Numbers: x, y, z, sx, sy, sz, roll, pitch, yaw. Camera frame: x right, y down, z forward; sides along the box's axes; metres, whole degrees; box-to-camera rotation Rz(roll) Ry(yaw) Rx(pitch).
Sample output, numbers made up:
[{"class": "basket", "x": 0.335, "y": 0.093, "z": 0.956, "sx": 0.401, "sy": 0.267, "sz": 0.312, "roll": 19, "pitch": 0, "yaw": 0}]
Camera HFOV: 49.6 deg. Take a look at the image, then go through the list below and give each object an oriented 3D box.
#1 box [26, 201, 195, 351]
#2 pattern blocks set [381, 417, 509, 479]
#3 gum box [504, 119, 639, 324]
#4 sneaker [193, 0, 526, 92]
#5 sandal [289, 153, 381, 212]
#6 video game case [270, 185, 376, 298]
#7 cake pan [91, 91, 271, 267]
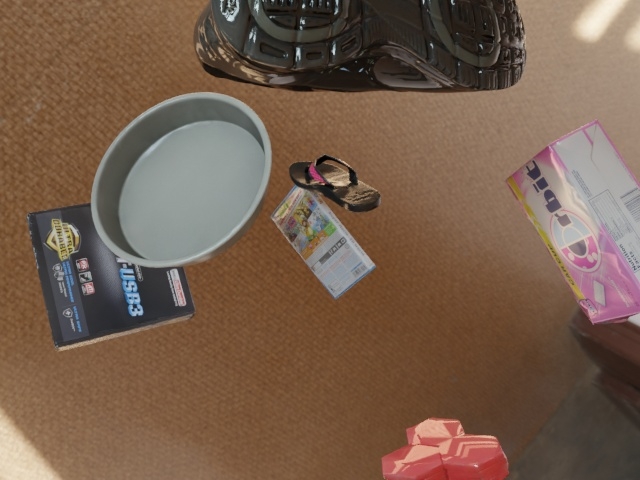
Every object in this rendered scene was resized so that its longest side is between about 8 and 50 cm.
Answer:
[{"class": "box", "x": -0.447, "y": 0.059, "z": 1.485, "sx": 0.293, "sy": 0.073, "sz": 0.296, "roll": -12, "pitch": 75, "yaw": -21}, {"class": "pattern blocks set", "x": 0.040, "y": 0.172, "z": 0.311, "sx": 0.285, "sy": 0.324, "sz": 0.026, "roll": -16, "pitch": 100, "yaw": -21}, {"class": "gum box", "x": 0.275, "y": -0.010, "z": 0.687, "sx": 0.062, "sy": 0.107, "sz": 0.189, "roll": -27, "pitch": 82, "yaw": -14}, {"class": "sneaker", "x": 0.036, "y": -0.163, "z": 0.540, "sx": 0.286, "sy": 0.130, "sz": 0.109, "roll": 0, "pitch": 88, "yaw": -28}, {"class": "sandal", "x": 0.018, "y": -0.085, "z": 0.909, "sx": 0.067, "sy": 0.179, "sz": 0.040, "roll": -23, "pitch": 121, "yaw": -24}, {"class": "video game case", "x": 0.000, "y": 0.000, "z": 1.038, "sx": 0.015, "sy": 0.119, "sz": 0.166, "roll": -36, "pitch": 85, "yaw": -36}, {"class": "cake pan", "x": -0.202, "y": -0.087, "z": 1.039, "sx": 0.293, "sy": 0.293, "sz": 0.054, "roll": -48, "pitch": 151, "yaw": -7}]
